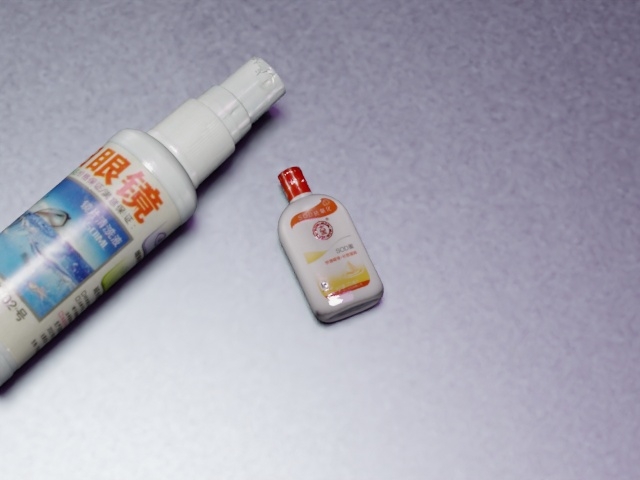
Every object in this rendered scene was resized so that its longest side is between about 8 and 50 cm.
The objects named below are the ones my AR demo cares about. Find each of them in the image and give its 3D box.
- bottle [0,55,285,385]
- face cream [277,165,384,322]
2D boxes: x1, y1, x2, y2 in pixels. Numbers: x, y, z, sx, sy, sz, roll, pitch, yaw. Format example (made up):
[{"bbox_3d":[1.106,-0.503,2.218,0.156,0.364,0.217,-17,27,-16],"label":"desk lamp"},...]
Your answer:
[{"bbox_3d":[-0.102,-0.016,0.713,0.060,0.060,0.217,44,70,12],"label":"bottle"},{"bbox_3d":[0.000,0.000,0.734,0.040,0.021,0.083,-21,72,-14],"label":"face cream"}]
